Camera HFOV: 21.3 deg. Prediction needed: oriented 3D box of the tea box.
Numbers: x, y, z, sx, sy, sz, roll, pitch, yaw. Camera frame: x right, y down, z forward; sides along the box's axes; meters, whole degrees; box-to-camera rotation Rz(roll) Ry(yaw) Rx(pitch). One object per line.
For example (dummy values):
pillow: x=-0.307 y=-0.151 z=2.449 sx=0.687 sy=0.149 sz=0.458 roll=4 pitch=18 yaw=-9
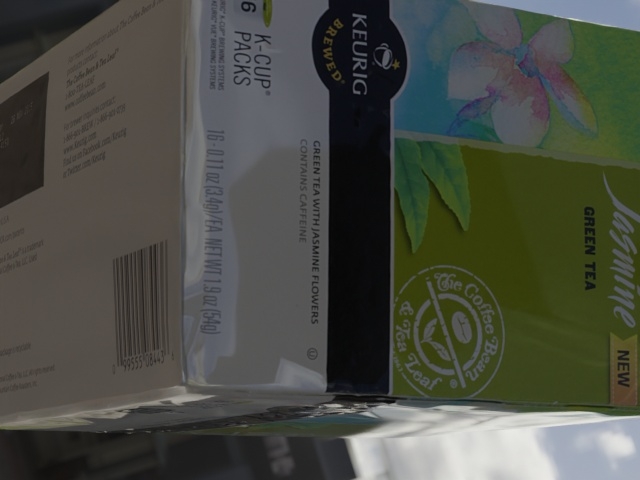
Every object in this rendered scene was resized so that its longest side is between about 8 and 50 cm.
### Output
tea box: x=0.000 y=0.000 z=0.991 sx=0.329 sy=0.324 sz=0.220 roll=-16 pitch=-108 yaw=61
